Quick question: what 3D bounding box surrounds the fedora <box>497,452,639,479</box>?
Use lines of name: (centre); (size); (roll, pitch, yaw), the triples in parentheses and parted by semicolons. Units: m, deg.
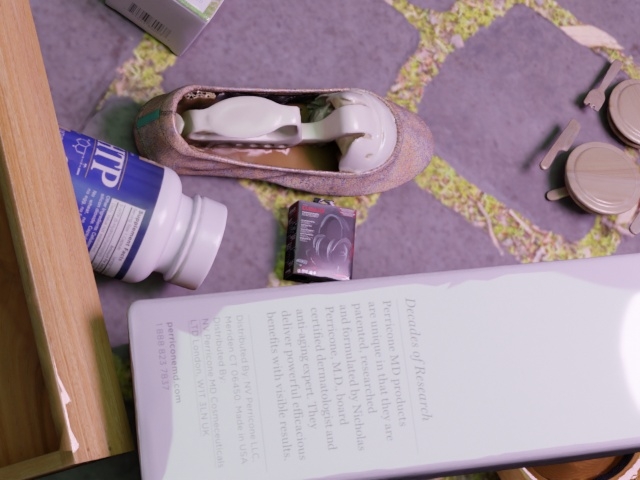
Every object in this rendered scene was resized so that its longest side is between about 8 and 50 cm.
fedora: (0.243, 0.184, 1.291); (0.194, 0.079, 0.194); (3, 77, -15)

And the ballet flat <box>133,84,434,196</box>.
ballet flat: (-0.017, -0.101, 1.252); (0.315, 0.106, 0.108); (-3, 77, -22)

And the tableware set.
tableware set: (0.326, -0.097, 1.424); (0.128, 0.039, 0.194); (36, 60, 4)

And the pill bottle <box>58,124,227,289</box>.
pill bottle: (-0.185, -0.025, 1.165); (0.186, 0.112, 0.112); (21, 70, -16)

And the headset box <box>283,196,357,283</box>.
headset box: (0.000, 0.000, 1.274); (0.062, 0.032, 0.083); (10, 74, -18)

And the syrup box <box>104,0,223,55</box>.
syrup box: (-0.103, -0.308, 1.279); (0.093, 0.096, 0.237); (35, 66, -12)

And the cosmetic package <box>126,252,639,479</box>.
cosmetic package: (0.068, 0.124, 1.112); (0.453, 0.230, 0.162); (-5, 78, -10)

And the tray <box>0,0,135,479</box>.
tray: (-0.289, -0.004, 1.069); (0.076, 0.202, 0.411); (-1, 74, -55)
